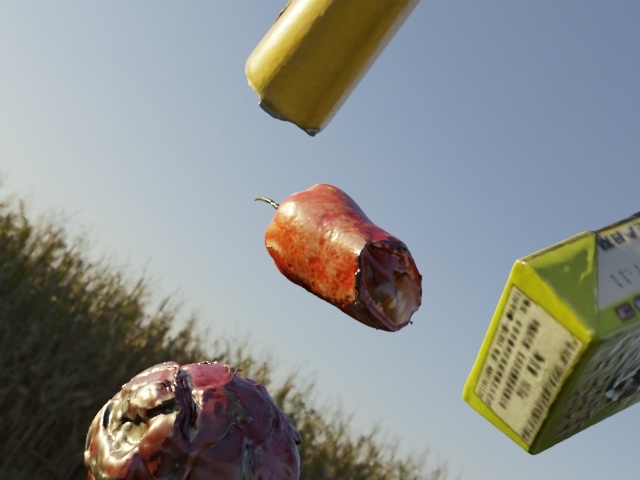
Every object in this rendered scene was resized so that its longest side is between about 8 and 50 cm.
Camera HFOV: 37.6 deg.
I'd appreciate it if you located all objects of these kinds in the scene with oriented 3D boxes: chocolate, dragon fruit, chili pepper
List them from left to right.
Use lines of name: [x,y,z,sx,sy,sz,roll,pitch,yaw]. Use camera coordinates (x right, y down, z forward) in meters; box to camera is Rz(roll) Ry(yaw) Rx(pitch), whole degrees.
dragon fruit: [-0.187,0.329,1.380,0.329,0.329,0.329,32,-13,9]
chili pepper: [0.000,0.000,0.747,0.192,0.084,0.086,33,-47,44]
chocolate: [0.072,-0.357,1.302,0.162,0.445,0.162,32,26,-18]
chocolate: [0.357,0.114,1.190,0.137,0.288,0.301,54,-28,34]
